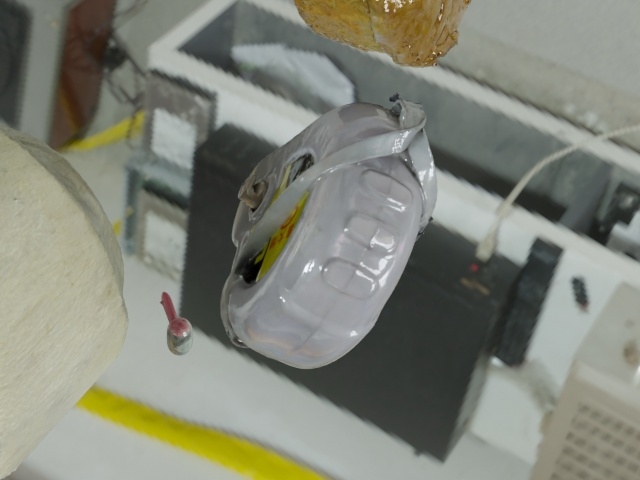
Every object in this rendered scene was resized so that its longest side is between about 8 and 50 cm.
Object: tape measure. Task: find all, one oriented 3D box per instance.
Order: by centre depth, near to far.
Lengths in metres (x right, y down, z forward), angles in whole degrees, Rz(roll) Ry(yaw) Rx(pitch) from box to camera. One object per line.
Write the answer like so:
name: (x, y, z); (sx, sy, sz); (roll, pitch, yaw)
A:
tape measure: (0.000, 0.000, 1.057); (0.120, 0.197, 0.236); (27, 153, -18)

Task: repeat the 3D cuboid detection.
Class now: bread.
bread: (0.112, -0.430, 1.936); (0.215, 0.398, 0.398); (15, 132, 19)

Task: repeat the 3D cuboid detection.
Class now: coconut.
coconut: (-0.272, 0.053, 0.941); (0.237, 0.266, 0.237); (19, 135, 20)

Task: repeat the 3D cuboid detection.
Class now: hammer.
hammer: (-0.174, 0.094, 1.649); (0.052, 0.031, 0.083); (100, 153, -50)
